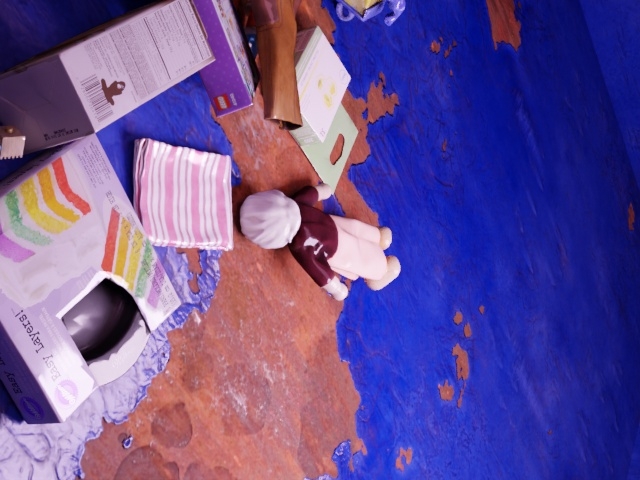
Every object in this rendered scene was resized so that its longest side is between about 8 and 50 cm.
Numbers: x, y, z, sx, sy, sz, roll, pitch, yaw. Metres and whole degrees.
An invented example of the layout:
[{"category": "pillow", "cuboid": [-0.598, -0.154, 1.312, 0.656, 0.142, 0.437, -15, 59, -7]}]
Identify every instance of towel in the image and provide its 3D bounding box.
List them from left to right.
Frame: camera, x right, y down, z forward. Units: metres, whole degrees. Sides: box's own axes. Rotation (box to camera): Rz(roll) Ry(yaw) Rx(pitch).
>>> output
[{"category": "towel", "cuboid": [-0.185, -0.061, 1.311, 0.197, 0.029, 0.144, 7, 80, -55]}]

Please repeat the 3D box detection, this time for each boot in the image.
[{"category": "boot", "cuboid": [-0.085, -0.307, 1.325, 0.264, 0.096, 0.281, 33, 57, -81]}]

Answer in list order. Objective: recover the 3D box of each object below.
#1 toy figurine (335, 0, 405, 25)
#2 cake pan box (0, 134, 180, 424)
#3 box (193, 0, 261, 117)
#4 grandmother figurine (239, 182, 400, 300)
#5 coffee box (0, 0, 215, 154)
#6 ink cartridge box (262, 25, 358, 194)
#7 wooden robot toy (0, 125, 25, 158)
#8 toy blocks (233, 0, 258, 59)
[{"category": "toy figurine", "cuboid": [0.033, -0.471, 1.619, 0.362, 0.217, 0.191, 39, 56, 11]}, {"category": "cake pan box", "cuboid": [-0.300, 0.044, 1.094, 0.246, 0.070, 0.267, -46, 122, -46]}, {"category": "box", "cuboid": [-0.163, -0.333, 1.290, 0.201, 0.057, 0.293, -88, 159, -70]}, {"category": "grandmother figurine", "cuboid": [0.000, 0.000, 1.517, 0.342, 0.104, 0.208, 21, 40, -49]}, {"category": "coffee box", "cuboid": [-0.260, -0.206, 1.132, 0.246, 0.141, 0.098, -47, 121, -49]}, {"category": "ink cartridge box", "cuboid": [0.007, -0.220, 1.597, 0.235, 0.056, 0.171, 52, 44, -34]}, {"category": "wooden robot toy", "cuboid": [-0.399, -0.075, 0.995, 0.173, 0.076, 0.079, -31, 145, -53]}, {"category": "toy blocks", "cuboid": [-0.117, -0.355, 1.438, 0.123, 0.054, 0.148, 37, 56, -47]}]
